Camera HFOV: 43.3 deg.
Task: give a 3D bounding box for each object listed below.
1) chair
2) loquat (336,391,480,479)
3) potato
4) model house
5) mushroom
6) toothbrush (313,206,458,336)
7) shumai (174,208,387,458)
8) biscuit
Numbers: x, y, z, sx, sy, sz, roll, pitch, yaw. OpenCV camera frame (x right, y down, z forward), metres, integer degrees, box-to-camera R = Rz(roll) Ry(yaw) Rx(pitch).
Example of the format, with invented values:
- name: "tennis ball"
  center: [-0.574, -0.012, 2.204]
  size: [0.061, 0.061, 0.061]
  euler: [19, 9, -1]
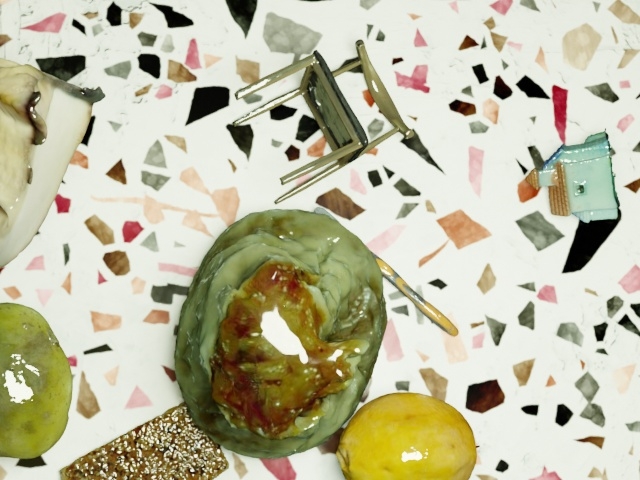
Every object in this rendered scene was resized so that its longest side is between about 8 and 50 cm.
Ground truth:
- name: "chair"
  center: [0.012, -0.205, 1.309]
  size: [0.272, 0.166, 0.188]
  euler: [-28, 86, -11]
- name: "loquat"
  center: [0.137, 0.321, 1.239]
  size: [0.234, 0.187, 0.176]
  euler: [1, 111, -16]
- name: "potato"
  center: [-0.467, 0.204, 1.193]
  size: [0.197, 0.148, 0.229]
  euler: [8, 77, -21]
- name: "model house"
  center: [0.432, -0.105, 1.395]
  size: [0.148, 0.119, 0.148]
  euler: [-6, 106, 15]
- name: "mushroom"
  center: [-0.587, -0.171, 1.222]
  size: [0.397, 0.224, 0.314]
  euler: [23, 93, 3]
- name: "toothbrush"
  center: [0.111, 0.053, 1.352]
  size: [0.321, 0.031, 0.023]
  euler: [41, 79, 0]
- name: "shumai"
  center: [-0.050, 0.136, 1.168]
  size: [0.324, 0.323, 0.398]
  euler: [20, 84, -4]
- name: "biscuit"
  center: [-0.273, 0.356, 1.254]
  size: [0.236, 0.026, 0.131]
  euler: [-27, 84, -12]
